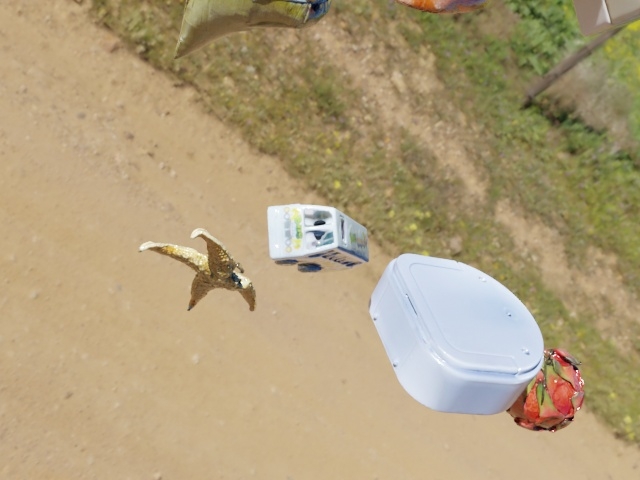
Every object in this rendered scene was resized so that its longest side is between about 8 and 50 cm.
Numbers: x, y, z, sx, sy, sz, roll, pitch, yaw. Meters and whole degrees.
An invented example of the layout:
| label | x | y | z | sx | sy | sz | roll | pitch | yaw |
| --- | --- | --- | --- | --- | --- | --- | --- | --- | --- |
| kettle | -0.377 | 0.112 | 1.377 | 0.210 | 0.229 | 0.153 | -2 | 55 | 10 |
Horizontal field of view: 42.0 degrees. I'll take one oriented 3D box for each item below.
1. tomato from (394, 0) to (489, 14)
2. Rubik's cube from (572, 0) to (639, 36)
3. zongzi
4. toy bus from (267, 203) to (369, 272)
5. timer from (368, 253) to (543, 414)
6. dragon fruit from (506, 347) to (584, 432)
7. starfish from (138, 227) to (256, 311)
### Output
| label | x | y | z | sx | sy | sz | roll | pitch | yaw |
| --- | --- | --- | --- | --- | --- | --- | --- | --- | --- |
| tomato | 0.191 | -0.475 | 1.421 | 0.236 | 0.095 | 0.237 | 12 | 41 | -11 |
| Rubik's cube | 0.699 | -0.635 | 1.634 | 0.347 | 0.346 | 0.344 | -177 | -110 | -76 |
| zongzi | -0.166 | -0.492 | 1.854 | 0.323 | 0.360 | 0.160 | 32 | 35 | 8 |
| toy bus | 0.000 | 0.000 | 1.580 | 0.329 | 0.135 | 0.109 | 22 | 64 | -75 |
| timer | 0.309 | 0.213 | 1.815 | 0.394 | 0.173 | 0.395 | 19 | 31 | -12 |
| dragon fruit | 0.554 | 0.365 | 2.131 | 0.234 | 0.233 | 0.293 | -88 | 156 | -45 |
| starfish | -0.182 | 0.042 | 1.281 | 0.247 | 0.138 | 0.050 | 67 | 30 | -54 |
